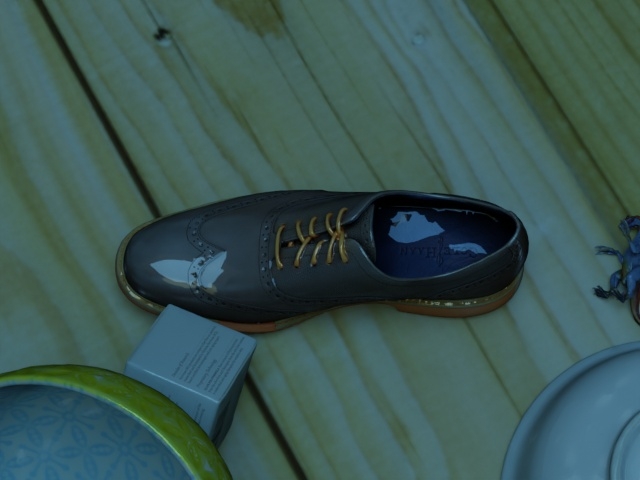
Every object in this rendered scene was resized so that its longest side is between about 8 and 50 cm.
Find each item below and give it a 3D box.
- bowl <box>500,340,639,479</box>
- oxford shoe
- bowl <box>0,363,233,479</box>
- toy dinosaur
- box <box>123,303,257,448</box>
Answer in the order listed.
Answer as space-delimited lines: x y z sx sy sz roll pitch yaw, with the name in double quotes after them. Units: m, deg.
0.301 0.211 1.514 0.297 0.134 0.298 0 71 0 "bowl"
0.000 0.000 1.580 0.363 0.133 0.130 -4 72 -2 "oxford shoe"
-0.175 0.216 1.437 0.289 0.156 0.290 6 109 18 "bowl"
0.278 0.020 1.638 0.090 0.047 0.082 49 65 -20 "toy dinosaur"
-0.118 0.130 1.534 0.087 0.101 0.102 22 33 6 "box"
